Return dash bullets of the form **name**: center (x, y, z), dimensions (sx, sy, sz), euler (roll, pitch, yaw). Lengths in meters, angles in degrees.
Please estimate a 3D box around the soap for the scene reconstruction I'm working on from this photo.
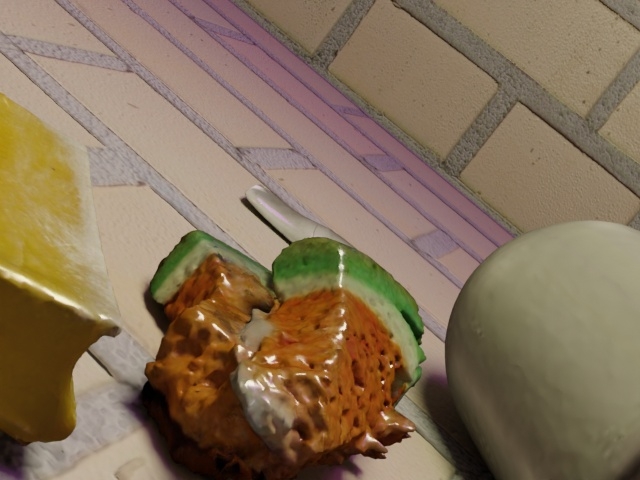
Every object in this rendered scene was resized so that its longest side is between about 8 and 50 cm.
- **soap**: center (-0.249, -0.033, 0.531), dimensions (0.259, 0.143, 0.281), euler (32, 11, -31)

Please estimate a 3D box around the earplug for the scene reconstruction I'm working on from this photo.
- **earplug**: center (0.298, 0.149, 0.911), dimensions (0.312, 0.313, 0.394), euler (29, 17, -29)

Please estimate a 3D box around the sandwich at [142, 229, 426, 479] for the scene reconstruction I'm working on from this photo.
- **sandwich**: center (-0.019, 0.074, 0.683), dimensions (0.250, 0.162, 0.301), euler (33, 13, -3)

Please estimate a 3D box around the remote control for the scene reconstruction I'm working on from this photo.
- **remote control**: center (0.000, 0.000, 1.162), dimensions (0.229, 0.044, 0.073), euler (41, 18, 8)
